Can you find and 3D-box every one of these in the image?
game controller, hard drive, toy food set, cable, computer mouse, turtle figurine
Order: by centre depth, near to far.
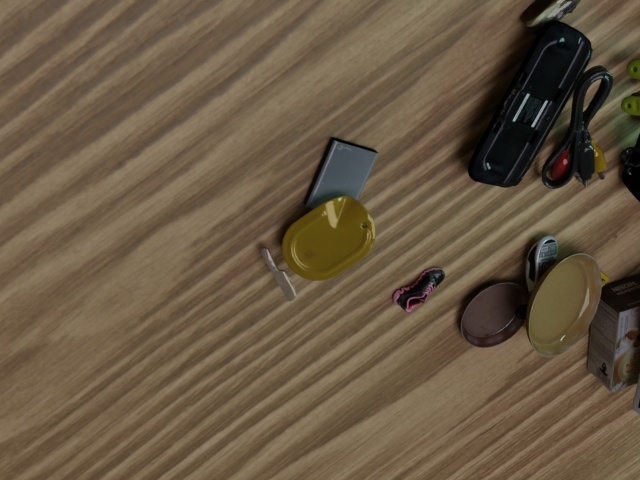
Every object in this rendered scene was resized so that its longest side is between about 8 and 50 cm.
[{"bbox_3d":[0.037,-0.113,1.436,0.094,0.022,0.135,13,113,-27],"label":"hard drive"},{"bbox_3d":[0.000,0.000,1.457,0.218,0.071,0.128,-32,105,14],"label":"toy food set"},{"bbox_3d":[0.385,-0.242,1.461,0.166,0.067,0.319,9,115,-40],"label":"game controller"},{"bbox_3d":[0.666,-0.329,1.514,0.217,0.087,0.269,-22,139,-33],"label":"turtle figurine"},{"bbox_3d":[0.485,-0.206,1.522,0.139,0.072,0.287,-13,130,3],"label":"cable"},{"bbox_3d":[0.463,0.078,1.692,0.106,0.042,0.193,-7,108,-35],"label":"computer mouse"}]

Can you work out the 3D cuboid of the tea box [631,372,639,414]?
[{"bbox_3d":[0.906,0.250,1.773,0.323,0.220,0.329,-26,130,-28],"label":"tea box"}]

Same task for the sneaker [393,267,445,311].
[{"bbox_3d":[0.208,0.104,1.609,0.119,0.057,0.047,-36,123,0],"label":"sneaker"}]

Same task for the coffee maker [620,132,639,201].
[{"bbox_3d":[0.661,-0.154,1.575,0.171,0.120,0.178,-8,155,5],"label":"coffee maker"}]

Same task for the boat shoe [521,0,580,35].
[{"bbox_3d":[0.426,-0.422,1.396,0.152,0.056,0.049,-35,131,12],"label":"boat shoe"}]

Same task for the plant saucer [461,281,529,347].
[{"bbox_3d":[0.375,0.157,1.723,0.168,0.029,0.168,-10,120,-17],"label":"plant saucer"}]

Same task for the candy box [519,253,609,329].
[{"bbox_3d":[0.545,0.135,1.779,0.105,0.027,0.206,33,102,-29],"label":"candy box"}]

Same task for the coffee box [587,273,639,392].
[{"bbox_3d":[0.715,0.216,1.848,0.141,0.098,0.246,-17,124,-13],"label":"coffee box"}]

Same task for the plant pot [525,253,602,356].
[{"bbox_3d":[0.515,0.135,1.699,0.236,0.032,0.236,-16,117,-33],"label":"plant pot"}]
